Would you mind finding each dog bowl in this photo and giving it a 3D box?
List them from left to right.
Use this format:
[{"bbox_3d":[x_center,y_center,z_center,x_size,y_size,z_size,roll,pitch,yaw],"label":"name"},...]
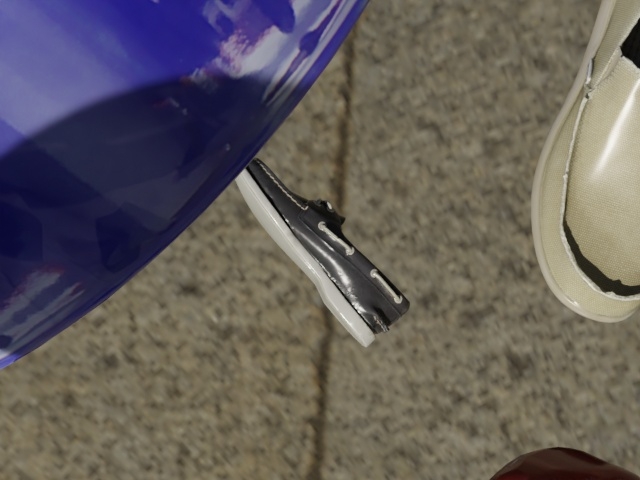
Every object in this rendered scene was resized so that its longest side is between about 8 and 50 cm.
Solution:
[{"bbox_3d":[-0.095,-0.092,0.471,0.265,0.104,0.265,-33,34,26],"label":"dog bowl"}]

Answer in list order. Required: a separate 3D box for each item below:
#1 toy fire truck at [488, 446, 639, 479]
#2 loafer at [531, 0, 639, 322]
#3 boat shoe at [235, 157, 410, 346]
[{"bbox_3d":[0.123,0.232,0.601,0.169,0.302,0.254,18,76,47],"label":"toy fire truck"},{"bbox_3d":[0.209,-0.080,1.118,0.102,0.092,0.268,14,82,-9],"label":"loafer"},{"bbox_3d":[0.000,0.000,0.948,0.038,0.046,0.125,-39,88,-8],"label":"boat shoe"}]
